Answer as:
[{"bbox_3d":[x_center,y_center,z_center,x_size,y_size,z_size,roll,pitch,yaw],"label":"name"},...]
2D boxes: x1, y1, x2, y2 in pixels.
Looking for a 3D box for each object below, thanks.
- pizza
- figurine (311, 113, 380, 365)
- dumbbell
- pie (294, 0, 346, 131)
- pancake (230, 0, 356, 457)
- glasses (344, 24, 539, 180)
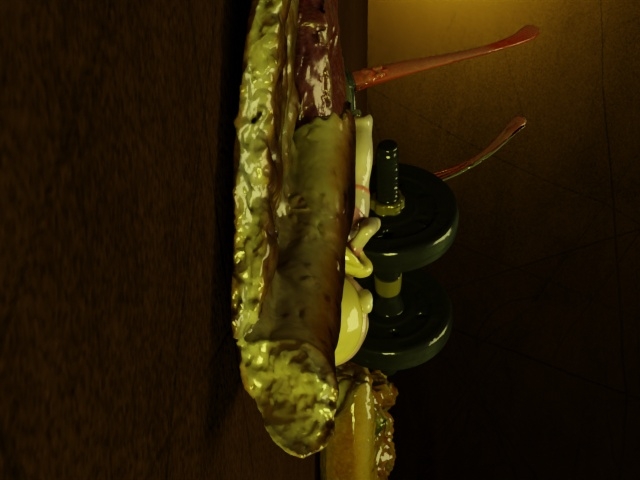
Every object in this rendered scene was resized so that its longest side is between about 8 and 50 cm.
[{"bbox_3d":[0.038,0.276,1.303,0.258,0.087,0.268,-6,99,-83],"label":"pizza"},{"bbox_3d":[0.000,0.000,0.725,0.083,0.083,0.187,80,18,-71],"label":"figurine"},{"bbox_3d":[0.070,0.028,1.189,0.143,0.143,0.325,-85,174,-47],"label":"dumbbell"},{"bbox_3d":[-0.003,-0.114,0.830,0.153,0.038,0.153,-1,90,-85],"label":"pie"},{"bbox_3d":[-0.011,-0.017,0.602,0.212,0.056,0.257,72,20,-79],"label":"pancake"},{"bbox_3d":[0.137,-0.132,1.323,0.234,0.268,0.118,83,-9,-54],"label":"glasses"}]
